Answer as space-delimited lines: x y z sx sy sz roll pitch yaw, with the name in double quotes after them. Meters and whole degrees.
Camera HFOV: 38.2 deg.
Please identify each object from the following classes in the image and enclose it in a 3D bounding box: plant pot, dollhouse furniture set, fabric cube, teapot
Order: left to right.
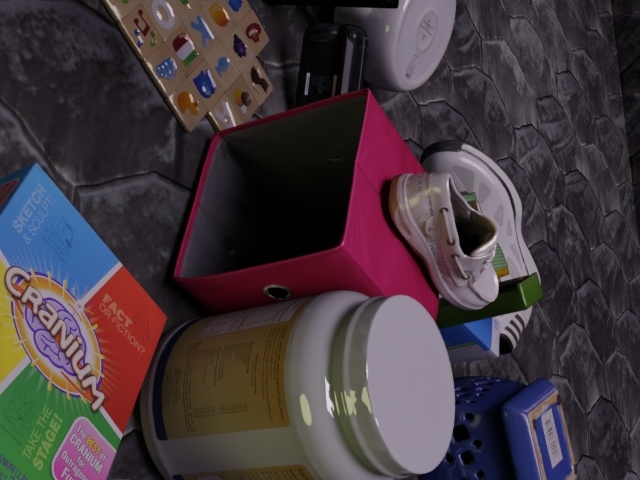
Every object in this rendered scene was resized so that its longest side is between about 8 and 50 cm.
0.000 0.000 1.232 0.258 0.254 0.259 49 41 -42 "fabric cube"
0.111 -0.392 1.628 0.252 0.187 0.256 -47 146 -32 "teapot"
0.281 0.006 1.516 0.301 0.151 0.198 -18 90 -61 "dollhouse furniture set"
0.312 0.366 1.620 0.236 0.212 0.236 -12 89 -56 "plant pot"

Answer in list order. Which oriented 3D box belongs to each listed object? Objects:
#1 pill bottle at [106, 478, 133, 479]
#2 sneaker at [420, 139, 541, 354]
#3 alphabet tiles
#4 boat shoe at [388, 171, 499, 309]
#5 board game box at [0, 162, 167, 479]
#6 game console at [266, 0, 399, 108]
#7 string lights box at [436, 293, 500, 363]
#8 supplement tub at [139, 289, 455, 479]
-0.208 0.379 0.879 0.153 0.153 0.265 52 41 -33 "pill bottle"
0.302 0.039 1.761 0.448 0.169 0.258 59 35 -30 "sneaker"
-0.183 -0.317 1.300 0.343 0.011 0.285 59 36 -25 "alphabet tiles"
0.187 0.006 1.199 0.277 0.096 0.098 45 43 -45 "boat shoe"
-0.280 0.110 0.894 0.242 0.064 0.317 55 27 -30 "board game box"
0.010 -0.323 1.450 0.044 0.213 0.362 -1 98 -71 "game console"
0.196 0.127 1.599 0.259 0.133 0.077 42 46 -42 "string lights box"
-0.027 0.183 1.072 0.228 0.316 0.229 26 58 -51 "supplement tub"
